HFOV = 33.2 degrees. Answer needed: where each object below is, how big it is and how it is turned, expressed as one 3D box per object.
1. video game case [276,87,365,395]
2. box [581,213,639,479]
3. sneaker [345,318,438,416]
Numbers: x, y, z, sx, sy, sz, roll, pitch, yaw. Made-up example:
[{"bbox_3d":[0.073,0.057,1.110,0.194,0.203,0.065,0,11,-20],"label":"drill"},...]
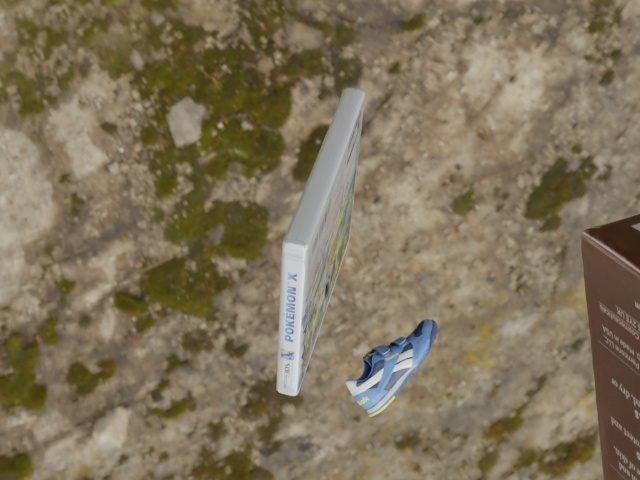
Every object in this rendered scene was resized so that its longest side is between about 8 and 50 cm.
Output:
[{"bbox_3d":[0.000,0.000,1.495,0.036,0.329,0.299,12,135,8],"label":"video game case"},{"bbox_3d":[0.298,0.158,0.707,0.191,0.143,0.381,-17,116,-11],"label":"box"},{"bbox_3d":[0.089,0.146,1.319,0.059,0.053,0.144,41,74,1],"label":"sneaker"}]
